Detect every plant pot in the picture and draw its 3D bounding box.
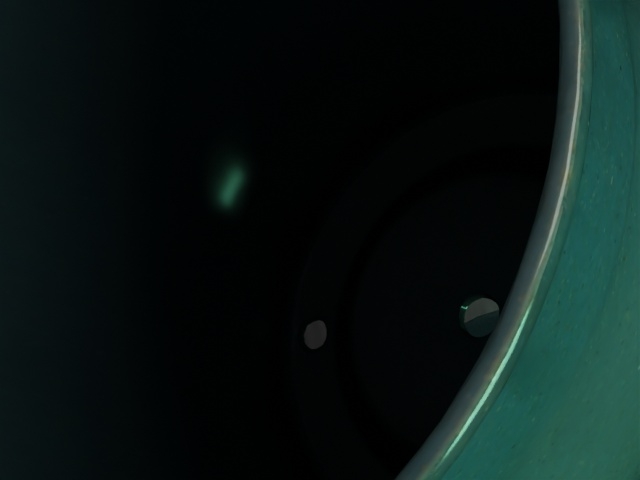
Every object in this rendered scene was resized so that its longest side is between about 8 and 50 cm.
[{"bbox_3d":[0.000,0.000,0.599,0.255,0.271,0.272,25,56,-57],"label":"plant pot"}]

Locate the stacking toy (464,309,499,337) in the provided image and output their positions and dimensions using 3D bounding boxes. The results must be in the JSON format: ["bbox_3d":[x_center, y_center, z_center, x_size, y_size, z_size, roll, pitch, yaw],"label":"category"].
[{"bbox_3d":[0.110,0.144,0.669,0.130,0.279,0.309,27,54,-34],"label":"stacking toy"}]

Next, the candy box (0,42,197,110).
[{"bbox_3d":[-0.122,-0.130,0.675,0.196,0.070,0.165,2,91,-41],"label":"candy box"}]
